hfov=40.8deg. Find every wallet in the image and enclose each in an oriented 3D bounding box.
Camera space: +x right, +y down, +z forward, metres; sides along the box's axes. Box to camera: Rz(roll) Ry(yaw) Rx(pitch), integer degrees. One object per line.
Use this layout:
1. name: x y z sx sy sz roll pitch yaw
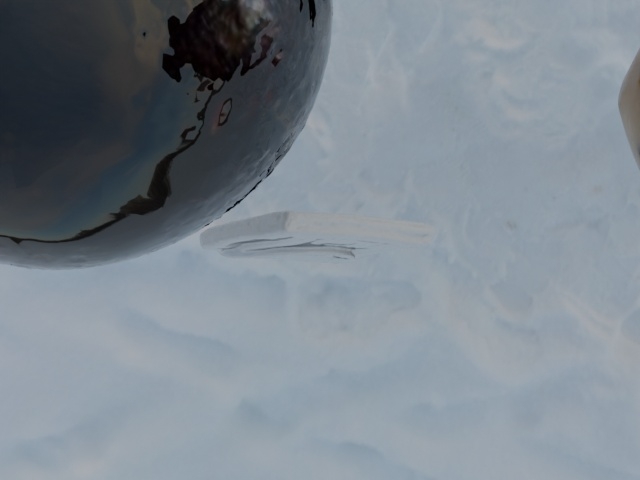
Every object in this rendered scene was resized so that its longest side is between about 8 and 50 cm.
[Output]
1. wallet: 0.000 0.000 0.722 0.124 0.183 0.031 -13 77 44

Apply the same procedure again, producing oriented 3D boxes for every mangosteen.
1. mangosteen: -0.154 -0.121 0.469 0.314 0.297 0.297 -25 108 39

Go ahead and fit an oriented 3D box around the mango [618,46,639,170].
1. mango: 0.232 -0.034 0.295 0.153 0.287 0.201 16 100 -32
